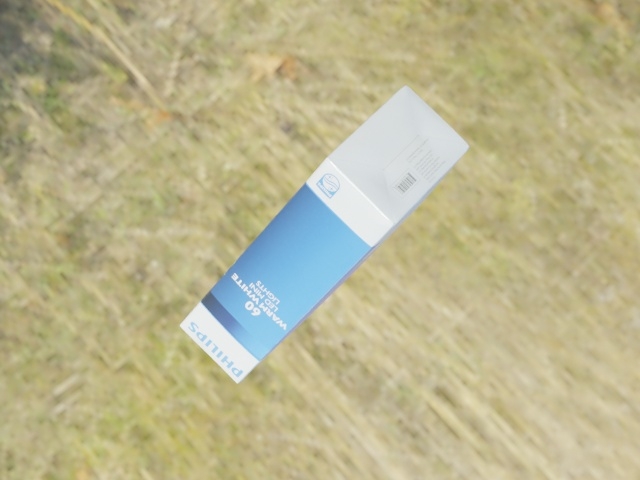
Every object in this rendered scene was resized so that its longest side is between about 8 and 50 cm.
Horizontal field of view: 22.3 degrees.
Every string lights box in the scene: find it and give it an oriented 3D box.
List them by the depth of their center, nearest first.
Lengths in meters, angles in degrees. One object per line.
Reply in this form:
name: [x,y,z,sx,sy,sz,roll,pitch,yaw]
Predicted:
string lights box: [0.000,0.000,1.337,0.133,0.077,0.260,-44,178,-46]
